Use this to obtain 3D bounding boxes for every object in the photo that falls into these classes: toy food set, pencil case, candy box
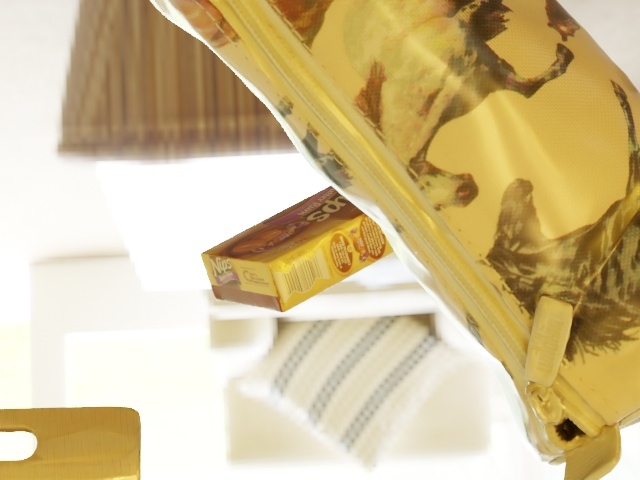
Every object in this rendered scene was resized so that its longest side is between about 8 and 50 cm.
[{"bbox_3d":[-0.235,0.232,1.304,0.219,0.092,0.306,-1,139,-2],"label":"toy food set"},{"bbox_3d":[0.049,-0.075,0.851,0.160,0.410,0.183,-40,-175,33],"label":"pencil case"},{"bbox_3d":[0.000,0.000,1.538,0.186,0.053,0.109,-29,-159,-31],"label":"candy box"}]
